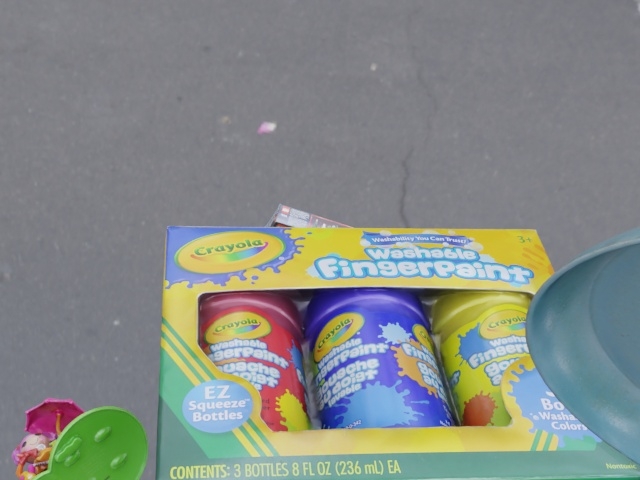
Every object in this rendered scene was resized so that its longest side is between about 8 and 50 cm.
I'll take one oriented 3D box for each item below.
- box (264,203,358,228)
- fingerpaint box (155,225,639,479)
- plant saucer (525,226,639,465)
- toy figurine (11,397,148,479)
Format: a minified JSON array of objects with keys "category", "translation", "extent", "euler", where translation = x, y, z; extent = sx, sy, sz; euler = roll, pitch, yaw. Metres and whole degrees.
[{"category":"box","translation":[0.000,0.000,1.198],"extent":[0.137,0.094,0.027],"euler":[17,68,-9]},{"category":"fingerpaint box","translation":[0.054,0.152,1.003],"extent":[0.445,0.163,0.371],"euler":[1,37,-7]},{"category":"plant saucer","translation":[0.265,0.080,0.493],"extent":[0.317,0.317,0.043],"euler":[26,64,5]},{"category":"toy figurine","translation":[-0.326,0.262,1.180],"extent":[0.173,0.130,0.159],"euler":[-39,31,-28]}]
